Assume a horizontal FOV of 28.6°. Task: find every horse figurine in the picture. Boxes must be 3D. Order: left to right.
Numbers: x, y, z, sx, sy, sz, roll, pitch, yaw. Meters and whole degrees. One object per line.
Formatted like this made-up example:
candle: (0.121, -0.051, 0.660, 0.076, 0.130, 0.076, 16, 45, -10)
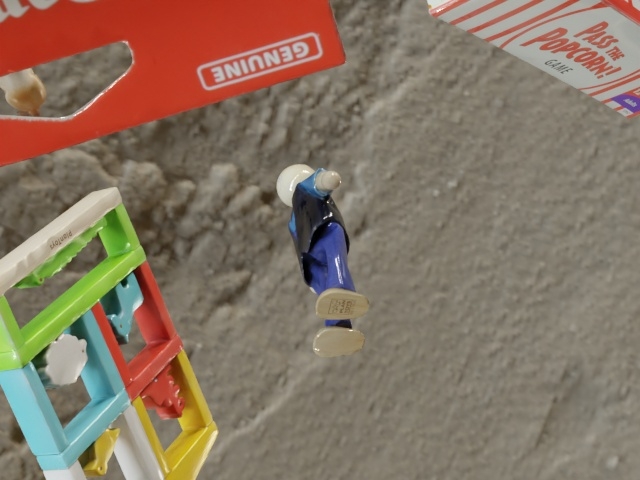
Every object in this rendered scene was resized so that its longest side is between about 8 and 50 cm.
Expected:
horse figurine: (-0.472, -0.265, 1.876, 0.066, 0.174, 0.263, -29, 131, -5)

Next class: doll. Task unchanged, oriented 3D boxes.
doll: (0.000, 0.000, 1.000, 0.046, 0.189, 0.129, -3, 129, -11)

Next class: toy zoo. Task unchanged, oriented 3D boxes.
toy zoo: (-0.171, 0.126, 1.030, 0.192, 0.030, 0.293, -49, 124, -56)

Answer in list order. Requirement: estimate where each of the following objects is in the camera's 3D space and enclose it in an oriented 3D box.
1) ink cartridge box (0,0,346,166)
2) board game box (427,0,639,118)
ink cartridge box: (-0.142, -0.116, 0.498, 0.275, 0.060, 0.239, -16, 129, 4)
board game box: (0.084, -0.157, 0.481, 0.147, 0.045, 0.193, 14, 62, -49)
